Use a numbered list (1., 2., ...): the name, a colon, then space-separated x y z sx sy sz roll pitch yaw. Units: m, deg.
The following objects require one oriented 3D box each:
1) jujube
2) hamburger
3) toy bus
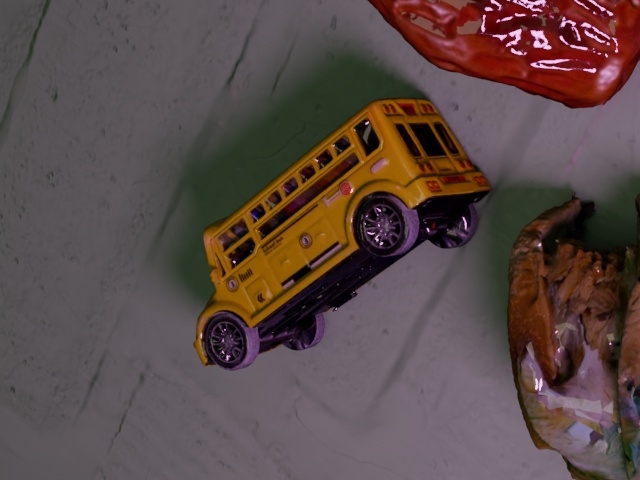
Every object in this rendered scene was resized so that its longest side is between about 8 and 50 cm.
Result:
1. jujube: 0.155 -0.234 1.224 0.290 0.197 0.197 35 117 10
2. hamburger: 0.259 0.101 1.212 0.167 0.192 0.288 -8 94 26
3. toy bus: 0.000 0.000 1.395 0.331 0.145 0.151 -37 76 31
